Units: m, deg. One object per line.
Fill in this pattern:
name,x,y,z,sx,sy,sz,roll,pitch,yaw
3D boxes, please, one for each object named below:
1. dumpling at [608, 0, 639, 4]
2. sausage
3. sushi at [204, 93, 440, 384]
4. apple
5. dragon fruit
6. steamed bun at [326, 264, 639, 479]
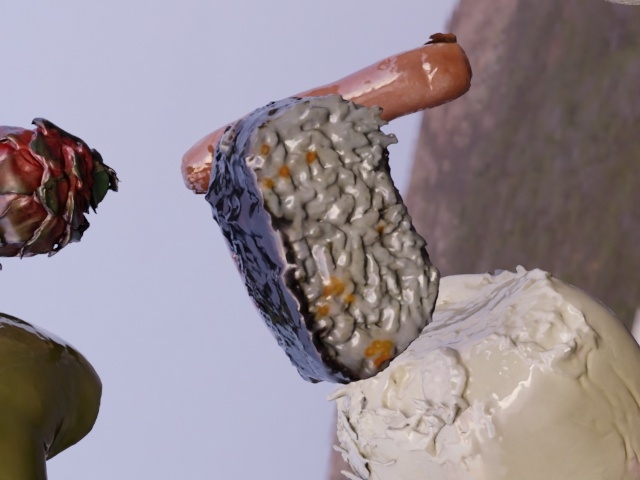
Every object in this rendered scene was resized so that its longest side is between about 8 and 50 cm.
dumpling,0.280,-0.295,1.473,0.126,0.216,0.166,-28,-41,-45
sausage,0.004,-0.167,2.265,0.094,0.419,0.094,-101,-12,-66
sushi,0.000,0.000,1.304,0.126,0.136,0.225,12,120,66
apple,-0.412,0.222,1.641,0.320,0.360,0.311,17,-114,-71
dragon fruit,-0.363,-0.060,2.067,0.189,0.182,0.182,-34,-44,-52
steamed bun,0.176,0.205,1.683,0.233,0.334,0.312,-44,-73,-36
